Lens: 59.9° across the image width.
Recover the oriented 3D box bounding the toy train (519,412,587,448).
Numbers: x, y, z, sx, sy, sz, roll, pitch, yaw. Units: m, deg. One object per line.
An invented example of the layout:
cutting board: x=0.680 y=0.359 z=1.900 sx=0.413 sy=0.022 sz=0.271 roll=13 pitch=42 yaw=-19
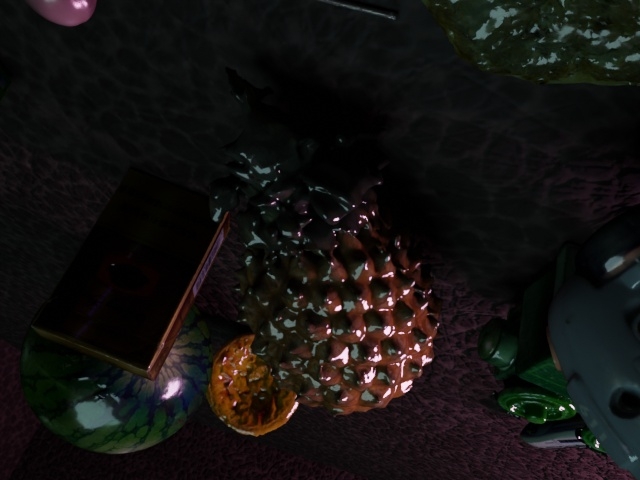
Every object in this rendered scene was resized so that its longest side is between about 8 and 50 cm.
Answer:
toy train: x=0.414 y=0.319 z=0.939 sx=0.048 sy=0.055 sz=0.252 roll=28 pitch=150 yaw=-12

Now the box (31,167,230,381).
box: x=-0.235 y=0.039 z=0.719 sx=0.159 sy=0.240 sz=0.071 roll=23 pitch=154 yaw=0

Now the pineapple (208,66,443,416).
pineapple: x=0.001 y=0.001 z=0.555 sx=0.222 sy=0.223 sz=0.358 roll=6 pitch=134 yaw=27

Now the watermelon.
watermelon: x=-0.371 y=0.219 z=1.028 sx=0.362 sy=0.364 sz=0.363 roll=17 pitch=151 yaw=10

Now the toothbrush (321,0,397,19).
toothbrush: x=0.012 y=-0.181 z=0.418 sx=0.096 sy=0.006 sz=0.008 roll=18 pitch=147 yaw=7

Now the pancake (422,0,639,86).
pancake: x=0.162 y=-0.163 z=0.288 sx=0.253 sy=0.037 sz=0.254 roll=15 pitch=159 yaw=6

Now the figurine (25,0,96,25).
figurine: x=-0.183 y=-0.228 z=0.305 sx=0.173 sy=0.173 sz=0.173 roll=17 pitch=151 yaw=10

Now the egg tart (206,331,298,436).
egg tart: x=-0.134 y=0.300 z=1.170 sx=0.202 sy=0.203 sz=0.147 roll=20 pitch=165 yaw=3

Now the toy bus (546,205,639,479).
toy bus: x=0.308 y=0.075 z=0.393 sx=0.287 sy=0.194 sz=0.232 roll=-27 pitch=149 yaw=0

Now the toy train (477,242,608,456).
toy train: x=0.316 y=0.138 z=0.611 sx=0.265 sy=0.145 sz=0.202 roll=23 pitch=148 yaw=-2

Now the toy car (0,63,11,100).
toy car: x=-0.412 y=-0.213 z=0.598 sx=0.071 sy=0.063 sz=0.165 roll=10 pitch=149 yaw=19
